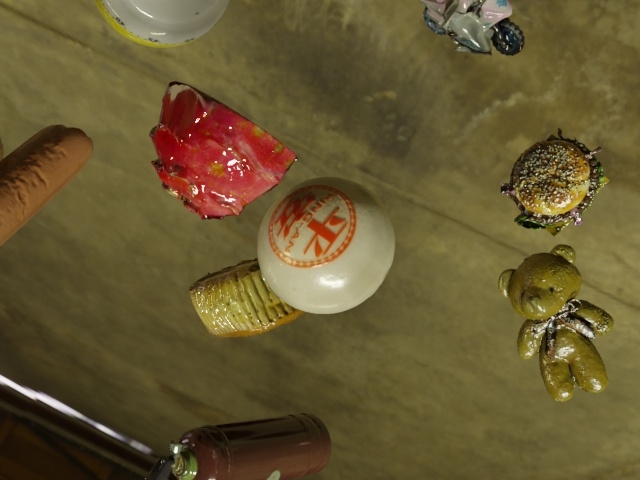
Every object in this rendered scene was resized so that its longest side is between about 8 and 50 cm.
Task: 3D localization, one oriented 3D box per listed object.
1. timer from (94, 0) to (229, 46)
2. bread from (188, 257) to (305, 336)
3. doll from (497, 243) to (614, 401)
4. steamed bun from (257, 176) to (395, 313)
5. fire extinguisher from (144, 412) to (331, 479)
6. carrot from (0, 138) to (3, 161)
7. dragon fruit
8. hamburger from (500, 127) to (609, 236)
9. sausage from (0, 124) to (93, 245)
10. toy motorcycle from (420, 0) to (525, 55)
[{"bbox_3d":[-0.317,-0.493,1.513,0.285,0.285,0.285,21,152,12],"label":"timer"},{"bbox_3d":[-0.136,0.108,1.621,0.253,0.227,0.142,-18,100,43],"label":"bread"},{"bbox_3d":[0.328,0.118,1.099,0.137,0.209,0.097,-26,167,28],"label":"doll"},{"bbox_3d":[0.000,0.000,1.283,0.232,0.231,0.145,14,169,24],"label":"steamed bun"},{"bbox_3d":[-0.133,0.338,1.179,0.102,0.138,0.344,13,-174,42],"label":"fire extinguisher"},{"bbox_3d":[-0.487,-0.168,1.123,0.059,0.059,0.248,29,154,-4],"label":"carrot"},{"bbox_3d":[-0.177,-0.146,1.173,0.262,0.163,0.189,32,152,42],"label":"dragon fruit"},{"bbox_3d":[0.413,-0.104,1.422,0.164,0.189,0.093,34,-168,30],"label":"hamburger"},{"bbox_3d":[-0.421,-0.067,1.082,0.086,0.289,0.086,16,135,16],"label":"sausage"},{"bbox_3d":[0.305,-0.487,1.620,0.239,0.108,0.204,12,147,26],"label":"toy motorcycle"}]
